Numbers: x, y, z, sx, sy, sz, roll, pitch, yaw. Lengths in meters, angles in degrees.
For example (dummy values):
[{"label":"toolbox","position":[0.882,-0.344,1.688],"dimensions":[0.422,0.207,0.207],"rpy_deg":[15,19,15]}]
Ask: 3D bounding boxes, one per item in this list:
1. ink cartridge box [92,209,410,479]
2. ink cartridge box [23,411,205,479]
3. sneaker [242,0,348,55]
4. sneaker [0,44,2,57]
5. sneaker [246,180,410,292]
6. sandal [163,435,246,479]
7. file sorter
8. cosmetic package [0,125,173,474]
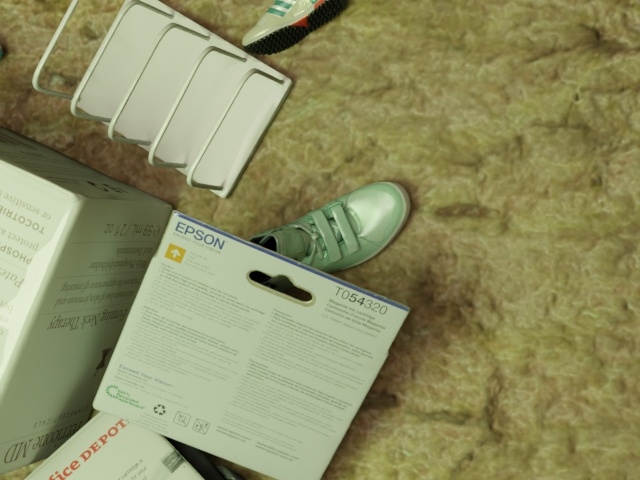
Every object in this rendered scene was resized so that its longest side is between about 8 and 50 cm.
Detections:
[{"label":"ink cartridge box","position":[-0.092,0.141,1.614],"dimensions":[0.324,0.071,0.330],"rpy_deg":[23,116,-6]},{"label":"ink cartridge box","position":[-0.243,0.389,1.665],"dimensions":[0.211,0.121,0.289],"rpy_deg":[-41,67,-17]},{"label":"sneaker","position":[-0.044,-0.321,1.719],"dimensions":[0.161,0.057,0.075],"rpy_deg":[-30,66,13]},{"label":"sneaker","position":[-0.563,-0.334,1.825],"dimensions":[0.228,0.087,0.092],"rpy_deg":[28,94,10]},{"label":"sneaker","position":[0.000,0.001,1.650],"dimensions":[0.255,0.151,0.094],"rpy_deg":[-30,81,11]},{"label":"sandal","position":[-0.120,0.342,1.714],"dimensions":[0.054,0.097,0.254],"rpy_deg":[-41,80,-17]},{"label":"file sorter","position":[-0.218,-0.211,1.695],"dimensions":[0.277,0.173,0.193],"rpy_deg":[32,98,12]},{"label":"cosmetic package","position":[-0.459,0.064,1.672],"dimensions":[0.327,0.329,0.394],"rpy_deg":[24,96,13]}]
